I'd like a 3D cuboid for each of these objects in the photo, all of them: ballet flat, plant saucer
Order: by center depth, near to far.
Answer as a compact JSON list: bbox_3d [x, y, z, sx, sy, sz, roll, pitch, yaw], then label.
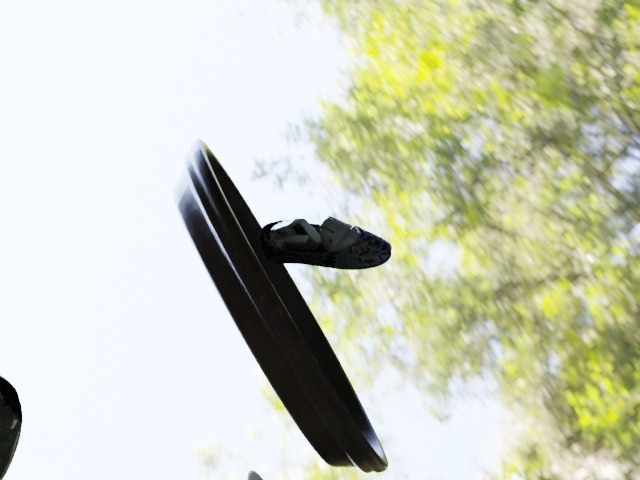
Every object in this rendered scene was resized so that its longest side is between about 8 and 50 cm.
[{"bbox_3d":[-0.034,0.054,1.412,0.041,0.278,0.278,-29,-71,1],"label":"plant saucer"},{"bbox_3d":[0.000,0.000,1.478,0.114,0.041,0.041,2,-67,34],"label":"ballet flat"}]

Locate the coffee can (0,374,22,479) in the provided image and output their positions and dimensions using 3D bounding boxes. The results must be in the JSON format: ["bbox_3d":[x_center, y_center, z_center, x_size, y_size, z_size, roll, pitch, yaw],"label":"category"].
[{"bbox_3d":[-0.368,0.090,1.318,0.275,0.201,0.201,38,-79,25],"label":"coffee can"}]

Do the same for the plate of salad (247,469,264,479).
[{"bbox_3d":[-0.026,0.274,1.494,0.048,0.200,0.200,-23,-71,4],"label":"plate of salad"}]
